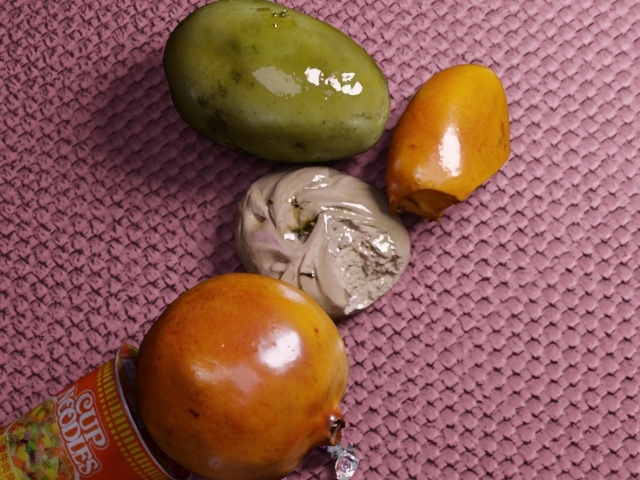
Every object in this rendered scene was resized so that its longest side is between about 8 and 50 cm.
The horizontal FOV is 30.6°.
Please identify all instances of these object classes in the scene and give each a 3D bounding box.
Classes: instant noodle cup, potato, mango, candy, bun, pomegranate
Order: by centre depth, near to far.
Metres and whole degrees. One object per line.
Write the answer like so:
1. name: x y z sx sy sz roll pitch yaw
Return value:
1. pomegranate: -0.086 0.168 1.403 0.264 0.264 0.264 0 80 2
2. instant noodle cup: -0.297 0.258 1.470 0.212 0.193 0.193 -26 79 7
3. candy: -0.014 0.237 1.518 0.045 0.043 0.175 -42 76 -7
4. potato: -0.058 -0.202 1.520 0.304 0.216 0.215 24 81 -1
5. mango: 0.175 -0.134 1.523 0.154 0.126 0.252 40 59 -16
6. bun: 0.000 0.000 1.525 0.237 0.116 0.209 10 81 5
